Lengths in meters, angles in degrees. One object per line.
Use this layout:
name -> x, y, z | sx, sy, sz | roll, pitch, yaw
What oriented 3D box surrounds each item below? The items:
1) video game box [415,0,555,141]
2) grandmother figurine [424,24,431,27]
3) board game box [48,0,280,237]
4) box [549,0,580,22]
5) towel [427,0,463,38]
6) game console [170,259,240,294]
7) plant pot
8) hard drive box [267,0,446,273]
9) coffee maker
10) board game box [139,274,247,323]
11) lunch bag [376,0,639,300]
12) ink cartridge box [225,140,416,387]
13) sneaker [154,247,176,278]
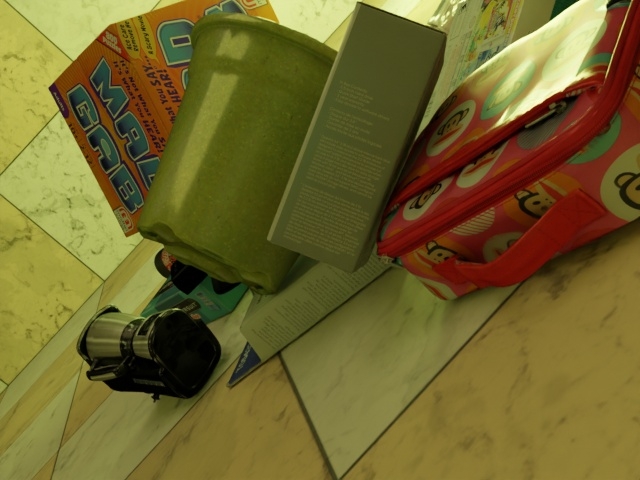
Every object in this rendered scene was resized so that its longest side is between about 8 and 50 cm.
video game box -> 0.202, -0.220, 1.113 | 0.205, 0.048, 0.187 | -71, 16, -8
grandmother figurine -> 0.068, -0.210, 1.386 | 0.342, 0.104, 0.208 | -44, 4, -32
board game box -> -0.268, -0.266, 1.860 | 0.357, 0.356, 0.356 | -31, 7, -36
box -> 0.324, -0.373, 1.068 | 0.100, 0.060, 0.244 | -58, -8, -36
towel -> 0.289, -0.481, 1.502 | 0.331, 0.053, 0.317 | -59, 8, 13
game console -> -0.132, 0.011, 1.324 | 0.213, 0.044, 0.361 | -45, 15, 2
plant pot -> -0.083, -0.084, 1.075 | 0.253, 0.276, 0.276 | -64, 18, -12
hard drive box -> 0.042, -0.094, 0.893 | 0.181, 0.089, 0.232 | -13, -56, -84
coffee maker -> -0.233, 0.166, 1.313 | 0.178, 0.171, 0.120 | -2, 66, 42
board game box -> -0.157, 0.007, 1.621 | 0.254, 0.079, 0.336 | -28, 23, 53
lunch bag -> 0.178, -0.065, 0.772 | 0.293, 0.120, 0.258 | -34, 23, 50
ink cartridge box -> 0.000, 0.000, 1.203 | 0.330, 0.071, 0.324 | -38, 17, 29
sneaker -> -0.246, -0.027, 1.972 | 0.145, 0.090, 0.270 | -27, 20, 34
